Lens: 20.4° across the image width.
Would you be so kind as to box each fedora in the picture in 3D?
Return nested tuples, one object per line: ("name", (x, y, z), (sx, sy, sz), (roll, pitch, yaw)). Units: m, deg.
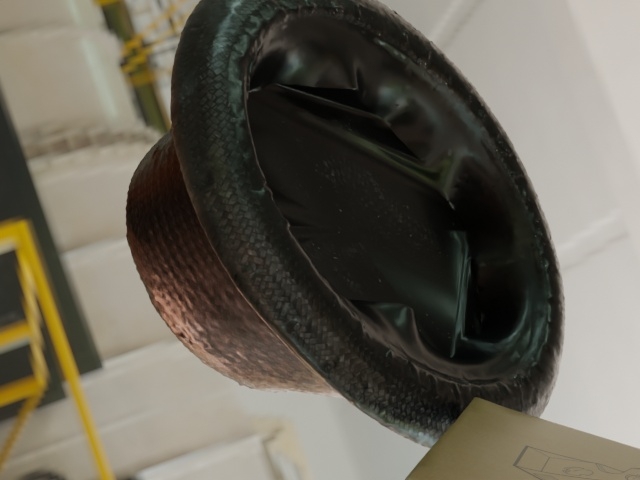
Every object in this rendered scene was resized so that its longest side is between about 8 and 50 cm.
("fedora", (0.000, 0.000, 1.090), (0.152, 0.334, 0.334), (-26, -99, 36))

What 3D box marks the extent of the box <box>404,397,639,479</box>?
("box", (0.155, 0.136, 0.908), (0.164, 0.201, 0.021), (-30, 133, -71))
